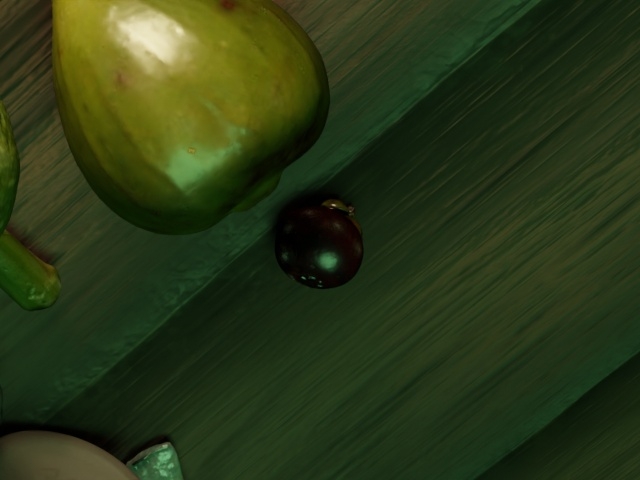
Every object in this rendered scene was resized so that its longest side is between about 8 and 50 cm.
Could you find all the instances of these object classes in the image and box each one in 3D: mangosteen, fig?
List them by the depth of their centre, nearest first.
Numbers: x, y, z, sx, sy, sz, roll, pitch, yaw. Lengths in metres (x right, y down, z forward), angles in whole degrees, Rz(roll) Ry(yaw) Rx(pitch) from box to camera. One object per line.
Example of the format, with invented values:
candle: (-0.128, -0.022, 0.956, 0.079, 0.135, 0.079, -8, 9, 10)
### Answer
fig: (-0.111, -0.119, 1.474, 0.203, 0.203, 0.225, -40, 98, 17)
mangosteen: (-0.001, 0.003, 1.721, 0.081, 0.081, 0.081, -14, 138, -13)

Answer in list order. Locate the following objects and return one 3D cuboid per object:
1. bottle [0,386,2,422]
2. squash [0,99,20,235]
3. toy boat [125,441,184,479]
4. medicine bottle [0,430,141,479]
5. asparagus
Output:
bottle: (-0.346, 0.085, 1.638, 0.096, 0.079, 0.254, 6, 146, 24)
squash: (-0.366, -0.041, 1.361, 0.310, 0.310, 0.309, -44, 147, 21)
toy boat: (-0.162, 0.314, 1.974, 0.206, 0.096, 0.282, -11, 130, 6)
medicine bottle: (-0.303, 0.362, 1.846, 0.208, 0.208, 0.340, 11, 128, -34)
asparagus: (-0.276, 0.000, 1.607, 0.045, 0.041, 0.178, 8, 153, 34)
